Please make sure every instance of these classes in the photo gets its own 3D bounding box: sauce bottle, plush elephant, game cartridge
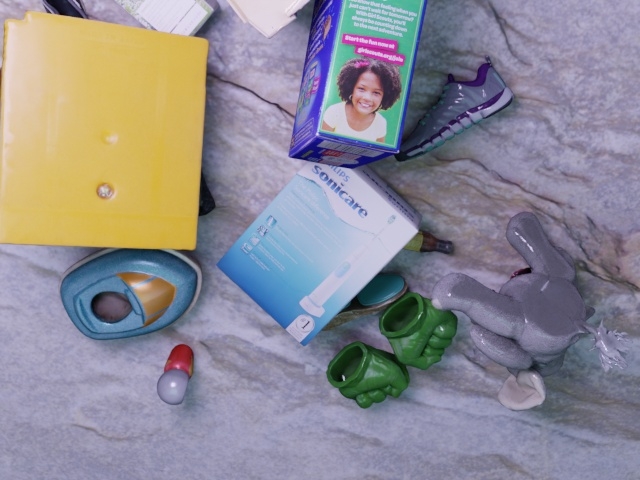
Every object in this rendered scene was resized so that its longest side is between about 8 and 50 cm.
[{"bbox_3d":[0.181,0.002,1.329,0.128,0.042,0.042,14,114,-6],"label":"sauce bottle"},{"bbox_3d":[0.380,0.158,1.320,0.330,0.272,0.255,38,153,15],"label":"plush elephant"},{"bbox_3d":[-0.313,-0.150,1.037,0.285,0.053,0.323,3,94,-25],"label":"game cartridge"}]

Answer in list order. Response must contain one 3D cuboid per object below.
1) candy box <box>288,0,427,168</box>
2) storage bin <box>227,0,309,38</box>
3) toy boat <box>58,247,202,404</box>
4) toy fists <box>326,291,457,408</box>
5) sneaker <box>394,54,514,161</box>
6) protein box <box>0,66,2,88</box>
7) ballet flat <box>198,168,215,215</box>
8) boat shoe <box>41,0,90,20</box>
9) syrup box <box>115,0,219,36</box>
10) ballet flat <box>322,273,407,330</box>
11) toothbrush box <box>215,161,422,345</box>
[{"bbox_3d":[0.051,-0.275,1.014,0.122,0.268,0.317,9,90,-10],"label":"candy box"},{"bbox_3d":[-0.107,-0.436,0.988,0.123,0.262,0.260,-34,112,14],"label":"storage bin"},{"bbox_3d":[-0.320,0.152,1.324,0.267,0.148,0.318,-21,114,7],"label":"toy boat"},{"bbox_3d":[0.149,0.224,1.395,0.279,0.096,0.142,-46,131,16],"label":"toy fists"},{"bbox_3d":[0.211,-0.222,1.218,0.224,0.083,0.098,-30,92,7],"label":"sneaker"},{"bbox_3d":[-0.440,-0.181,1.130,0.136,0.201,0.200,-32,112,12],"label":"protein box"},{"bbox_3d":[-0.225,-0.126,1.260,0.057,0.049,0.173,14,122,39],"label":"ballet flat"},{"bbox_3d":[-0.387,-0.321,1.141,0.075,0.065,0.206,-21,115,7],"label":"boat shoe"},{"bbox_3d":[-0.277,-0.406,1.088,0.237,0.096,0.093,40,107,-18],"label":"syrup box"},{"bbox_3d":[0.073,0.122,1.380,0.206,0.073,0.067,-18,141,9],"label":"ballet flat"},{"bbox_3d":[0.000,0.000,1.248,0.216,0.126,0.295,42,109,-1],"label":"toothbrush box"}]
